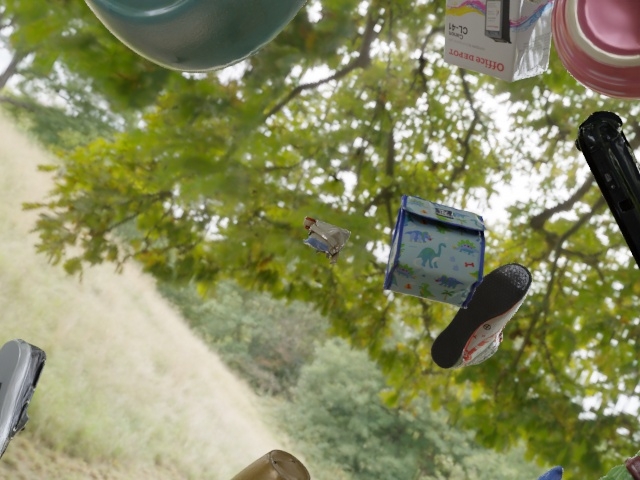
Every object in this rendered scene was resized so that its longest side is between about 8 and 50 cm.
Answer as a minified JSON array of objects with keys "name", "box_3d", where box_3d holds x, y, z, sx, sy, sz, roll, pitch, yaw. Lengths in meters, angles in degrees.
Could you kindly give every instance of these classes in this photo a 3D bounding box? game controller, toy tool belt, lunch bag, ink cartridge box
[{"name":"game controller","box_3d":[0.496,-0.054,1.144,0.319,0.067,0.166,62,30,-5]},{"name":"toy tool belt","box_3d":[0.000,0.000,1.007,0.083,0.051,0.052,20,0,44]},{"name":"lunch bag","box_3d":[0.169,0.006,1.051,0.128,0.151,0.096,15,-39,0]},{"name":"ink cartridge box","box_3d":[0.395,-0.532,1.608,0.131,0.306,0.226,-20,34,-29]}]

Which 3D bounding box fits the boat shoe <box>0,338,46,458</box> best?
[{"name":"boat shoe","box_3d":[-0.497,0.273,1.153,0.080,0.229,0.076,3,-18,32]}]

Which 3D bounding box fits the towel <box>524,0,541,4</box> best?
[{"name":"towel","box_3d":[0.246,-0.500,1.195,0.187,0.049,0.282,-3,49,-54]}]

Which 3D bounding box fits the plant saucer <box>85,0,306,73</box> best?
[{"name":"plant saucer","box_3d":[-0.104,-0.271,0.472,0.317,0.318,0.043,24,26,36]}]

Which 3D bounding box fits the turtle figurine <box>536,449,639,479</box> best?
[{"name":"turtle figurine","box_3d":[0.389,0.318,0.755,0.274,0.198,0.266,45,-17,-19]}]

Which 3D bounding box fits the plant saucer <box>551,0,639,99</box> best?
[{"name":"plant saucer","box_3d":[0.588,-0.430,1.334,0.332,0.332,0.084,24,8,32]}]

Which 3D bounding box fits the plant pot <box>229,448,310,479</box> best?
[{"name":"plant pot","box_3d":[-0.141,0.624,1.704,0.237,0.254,0.237,32,11,-7]}]

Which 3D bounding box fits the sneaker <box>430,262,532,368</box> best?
[{"name":"sneaker","box_3d":[0.347,0.156,1.492,0.090,0.270,0.145,48,20,30]}]
